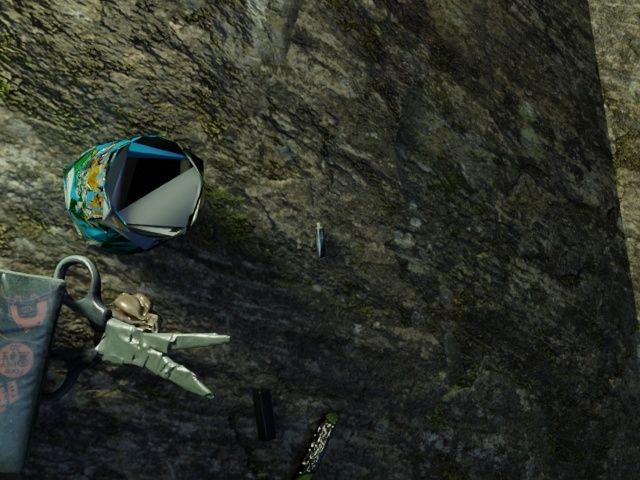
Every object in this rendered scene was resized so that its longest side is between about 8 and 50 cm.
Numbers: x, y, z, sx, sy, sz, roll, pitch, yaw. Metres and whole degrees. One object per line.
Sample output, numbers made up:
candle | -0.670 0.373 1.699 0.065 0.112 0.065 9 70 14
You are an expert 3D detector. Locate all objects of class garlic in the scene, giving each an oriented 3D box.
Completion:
garlic | -0.331 0.162 1.099 0.127 0.194 0.131 -35 114 -33

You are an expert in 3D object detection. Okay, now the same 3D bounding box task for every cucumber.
cucumber | -0.013 0.477 1.367 0.046 0.070 0.220 26 68 1

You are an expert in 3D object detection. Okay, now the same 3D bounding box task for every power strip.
power strip | -0.120 0.371 1.315 0.029 0.038 0.111 -8 92 -36

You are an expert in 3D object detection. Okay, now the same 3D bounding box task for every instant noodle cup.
instant noodle cup | -0.328 -0.088 1.125 0.240 0.178 0.240 3 85 -33

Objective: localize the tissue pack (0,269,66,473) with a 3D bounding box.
tissue pack | -0.555 0.197 0.977 0.228 0.103 0.316 12 79 -17

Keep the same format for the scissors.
scissors | -0.320 0.167 1.020 0.029 0.383 0.256 31 68 -65

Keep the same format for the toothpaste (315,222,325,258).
toothpaste | 0.000 0.000 1.436 0.027 0.019 0.083 -11 97 -51
